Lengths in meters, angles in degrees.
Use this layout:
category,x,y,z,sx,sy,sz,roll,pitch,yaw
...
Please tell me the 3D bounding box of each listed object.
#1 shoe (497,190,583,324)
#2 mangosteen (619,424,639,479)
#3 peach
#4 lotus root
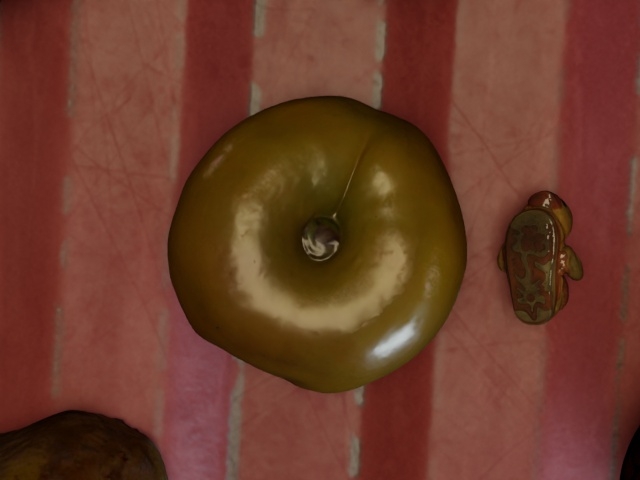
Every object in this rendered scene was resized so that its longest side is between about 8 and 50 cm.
category,x,y,z,sx,sy,sz,roll,pitch,yaw
shoe,0.185,0.016,1.402,0.072,0.069,0.109,-17,85,26
mangosteen,0.347,0.210,1.350,0.209,0.210,0.210,0,94,1
peach,0.000,0.000,1.368,0.251,0.153,0.251,1,81,-8
lotus root,-0.228,0.248,1.371,0.199,0.180,0.188,-16,90,3
